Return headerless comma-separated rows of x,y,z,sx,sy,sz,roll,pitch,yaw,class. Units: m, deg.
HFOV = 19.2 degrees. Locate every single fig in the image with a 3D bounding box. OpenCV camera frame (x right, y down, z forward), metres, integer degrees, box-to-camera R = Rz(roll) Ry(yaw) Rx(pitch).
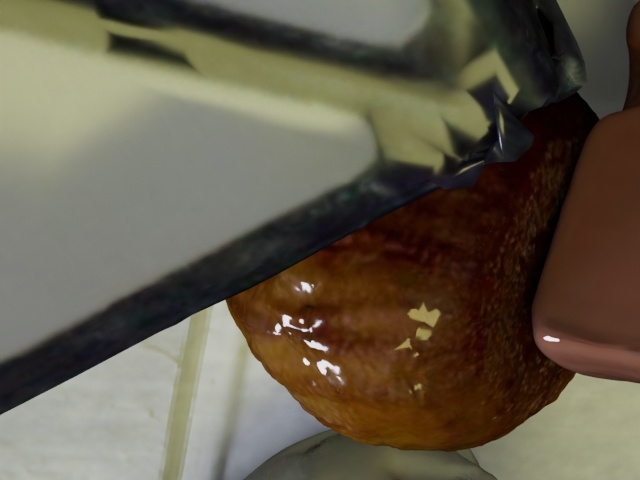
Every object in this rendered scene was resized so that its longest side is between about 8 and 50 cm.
0.000,0.000,0.655,0.146,0.201,0.133,12,84,-52,fig

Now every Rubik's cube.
-0.152,-0.140,0.413,0.310,0.305,0.307,-25,121,10,Rubik's cube

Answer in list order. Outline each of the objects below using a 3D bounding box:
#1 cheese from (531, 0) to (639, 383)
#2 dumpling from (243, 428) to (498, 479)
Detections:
0.156,-0.012,0.594,0.128,0.177,0.203,11,130,29,cheese
0.020,0.137,0.738,0.176,0.092,0.150,-30,120,11,dumpling
